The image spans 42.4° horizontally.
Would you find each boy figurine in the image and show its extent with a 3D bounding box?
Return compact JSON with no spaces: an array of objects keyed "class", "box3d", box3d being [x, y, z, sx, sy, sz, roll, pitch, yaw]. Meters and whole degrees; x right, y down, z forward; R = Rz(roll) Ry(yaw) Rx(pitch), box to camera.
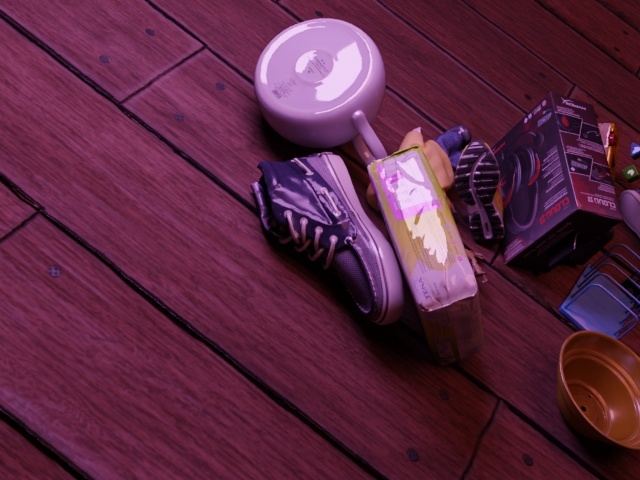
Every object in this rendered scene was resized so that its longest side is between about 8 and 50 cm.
[{"class":"boy figurine","box3d":[0.199,-0.120,1.554,0.285,0.092,0.177,-33,98,-41]}]

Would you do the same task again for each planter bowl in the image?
[{"class":"planter bowl","box3d":[0.467,0.267,1.390,0.217,0.090,0.217,17,47,-19]}]

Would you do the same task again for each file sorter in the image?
[{"class":"file sorter","box3d":[0.557,0.102,1.572,0.118,0.104,0.170,43,44,7]}]

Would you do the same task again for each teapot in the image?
[{"class":"teapot","box3d":[0.011,-0.258,1.499,0.252,0.187,0.256,3,65,14]}]

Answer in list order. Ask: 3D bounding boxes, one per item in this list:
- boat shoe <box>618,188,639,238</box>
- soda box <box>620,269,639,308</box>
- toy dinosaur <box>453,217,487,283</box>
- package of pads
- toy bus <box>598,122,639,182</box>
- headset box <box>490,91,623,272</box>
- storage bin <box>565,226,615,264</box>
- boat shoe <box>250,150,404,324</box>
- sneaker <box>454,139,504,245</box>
[{"class":"boat shoe","box3d":[0.737,-0.009,1.784,0.079,0.095,0.255,-6,47,-21]},{"class":"soda box","box3d":[0.684,0.135,1.656,0.060,0.053,0.169,-18,64,-39]},{"class":"toy dinosaur","box3d":[0.252,0.031,1.461,0.183,0.053,0.093,36,30,-60]},{"class":"package of pads","box3d":[0.173,0.022,1.324,0.101,0.229,0.297,-19,58,3]},{"class":"toy bus","box3d":[0.598,-0.157,1.809,0.104,0.202,0.191,26,27,-54]},{"class":"headset box","box3d":[0.436,-0.093,1.565,0.110,0.218,0.293,11,58,-22]},{"class":"storage bin","box3d":[0.499,-0.055,1.655,0.084,0.122,0.180,10,49,-23]},{"class":"boat shoe","box3d":[0.000,0.000,1.331,0.158,0.127,0.341,-7,50,-26]},{"class":"sneaker","box3d":[0.302,-0.099,1.558,0.081,0.209,0.094,-3,30,17]}]
